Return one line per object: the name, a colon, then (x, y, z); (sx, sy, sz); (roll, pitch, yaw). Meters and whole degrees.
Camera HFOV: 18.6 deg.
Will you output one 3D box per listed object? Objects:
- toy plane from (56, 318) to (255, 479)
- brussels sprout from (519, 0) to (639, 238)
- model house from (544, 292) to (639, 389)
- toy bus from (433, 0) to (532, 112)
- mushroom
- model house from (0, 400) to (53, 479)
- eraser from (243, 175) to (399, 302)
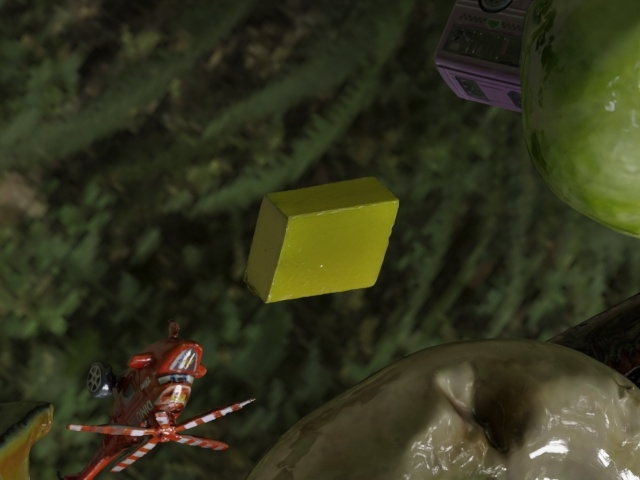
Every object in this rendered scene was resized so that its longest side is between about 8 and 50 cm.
toy plane: (-0.133, 0.137, 1.412); (0.126, 0.077, 0.194); (-2, 142, -20)
brussels sprout: (0.176, -0.078, 1.029); (0.145, 0.131, 0.183); (-11, 120, 3)
model house: (0.291, 0.145, 1.292); (0.317, 0.297, 0.282); (-25, 109, 10)
toy bus: (0.194, -0.155, 1.699); (0.098, 0.178, 0.087); (-63, 144, -15)
mushroom: (0.100, 0.193, 0.979); (0.292, 0.290, 0.292); (-1, 92, -19)
model house: (-0.351, 0.265, 1.609); (0.173, 0.268, 0.239); (-112, -161, -78)
eraser: (0.000, 0.000, 1.732); (0.122, 0.045, 0.097); (-9, 130, -36)
